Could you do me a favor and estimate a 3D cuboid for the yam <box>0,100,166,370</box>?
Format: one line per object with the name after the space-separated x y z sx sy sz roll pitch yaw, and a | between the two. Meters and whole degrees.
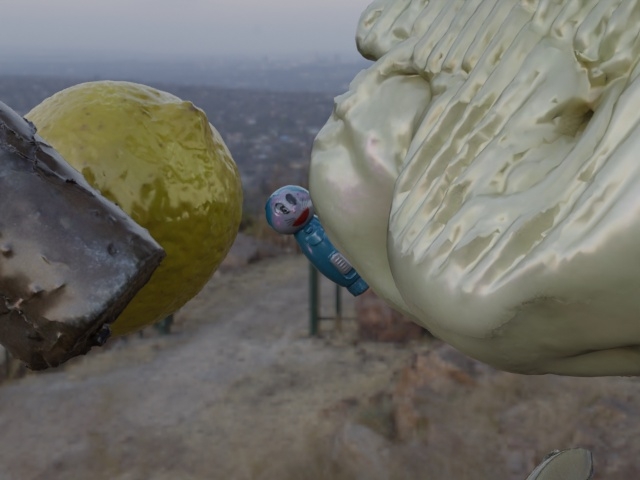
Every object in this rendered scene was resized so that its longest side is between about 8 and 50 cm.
-0.238 -0.037 0.657 0.280 0.131 0.131 41 15 3 | yam

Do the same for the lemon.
-0.219 -0.024 1.030 0.310 0.253 0.253 -39 -4 19 | lemon

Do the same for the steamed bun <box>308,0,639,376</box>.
0.172 -0.075 0.577 0.247 0.339 0.352 32 -6 -36 | steamed bun

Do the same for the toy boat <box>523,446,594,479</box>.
0.207 0.229 0.926 0.047 0.049 0.149 46 44 16 | toy boat

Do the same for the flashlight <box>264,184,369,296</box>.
0.000 0.000 0.977 0.051 0.129 0.051 -41 15 14 | flashlight
